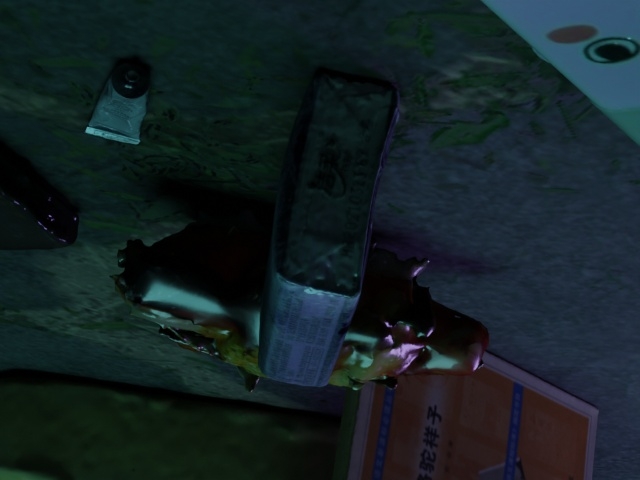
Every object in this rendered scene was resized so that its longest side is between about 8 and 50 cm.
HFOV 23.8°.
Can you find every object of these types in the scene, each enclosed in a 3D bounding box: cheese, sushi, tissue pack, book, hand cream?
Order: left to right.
[{"bbox_3d":[-0.101,-0.070,0.779,0.030,0.019,0.093,13,165,-11],"label":"hand cream"},{"bbox_3d":[-0.107,0.243,1.425,0.384,0.104,0.384,9,157,4],"label":"cheese"},{"bbox_3d":[-0.012,0.040,0.902,0.226,0.103,0.097,16,131,-5],"label":"sushi"},{"bbox_3d":[0.000,0.000,0.766,0.051,0.112,0.156,10,158,-1],"label":"tissue pack"},{"bbox_3d":[0.104,0.157,1.030,0.242,0.170,0.018,26,152,-36],"label":"book"}]

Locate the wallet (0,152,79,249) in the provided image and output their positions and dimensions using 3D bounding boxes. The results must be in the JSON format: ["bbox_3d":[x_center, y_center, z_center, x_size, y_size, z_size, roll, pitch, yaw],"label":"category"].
[{"bbox_3d":[-0.315,-0.033,0.930,0.310,0.042,0.165,2,158,22],"label":"wallet"}]

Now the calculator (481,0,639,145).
[{"bbox_3d":[0.140,-0.094,0.564,0.141,0.045,0.246,-7,153,38],"label":"calculator"}]
